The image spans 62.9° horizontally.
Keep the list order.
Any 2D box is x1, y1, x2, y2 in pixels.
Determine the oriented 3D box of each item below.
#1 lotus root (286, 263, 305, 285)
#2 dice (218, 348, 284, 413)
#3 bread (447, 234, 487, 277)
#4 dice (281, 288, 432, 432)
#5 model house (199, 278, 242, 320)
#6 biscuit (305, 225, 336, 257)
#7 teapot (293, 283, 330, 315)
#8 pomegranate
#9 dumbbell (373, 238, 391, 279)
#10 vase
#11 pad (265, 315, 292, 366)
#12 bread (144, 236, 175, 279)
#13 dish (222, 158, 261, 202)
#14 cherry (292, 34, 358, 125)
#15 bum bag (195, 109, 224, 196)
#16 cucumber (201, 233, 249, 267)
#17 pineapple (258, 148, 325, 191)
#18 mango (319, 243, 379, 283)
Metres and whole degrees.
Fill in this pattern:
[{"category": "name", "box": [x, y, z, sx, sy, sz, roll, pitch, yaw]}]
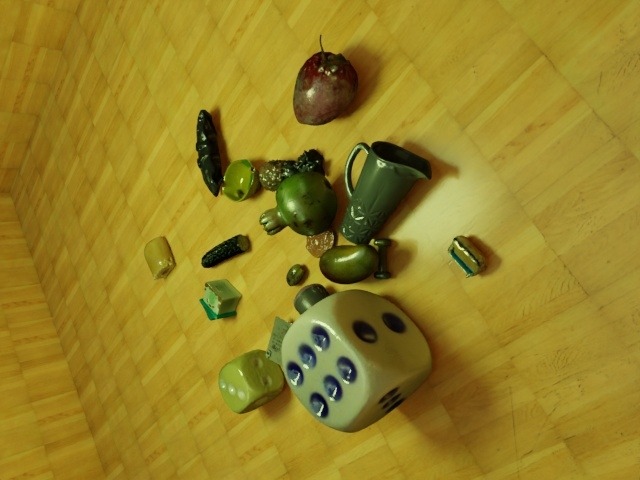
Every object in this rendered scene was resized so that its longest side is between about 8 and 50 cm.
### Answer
[{"category": "lotus root", "box": [-0.088, 0.120, 1.762, 0.054, 0.049, 0.099, 52, 131, 23]}, {"category": "dice", "box": [-0.248, 0.501, 1.865, 0.166, 0.169, 0.169, -48, 63, 33]}, {"category": "bread", "box": [0.376, 0.039, 1.331, 0.106, 0.053, 0.072, 52, 148, 29]}, {"category": "dice", "box": [0.098, 0.324, 1.441, 0.304, 0.304, 0.277, 49, 125, 28]}, {"category": "model house", "box": [-0.390, 0.242, 2.017, 0.127, 0.100, 0.149, 38, 120, 34]}, {"category": "biscuit", "box": [0.000, 0.000, 1.688, 0.130, 0.019, 0.102, -38, 70, 38]}, {"category": "teapot", "box": [-0.012, 0.227, 1.646, 0.146, 0.116, 0.148, 50, 132, 43]}, {"category": "pomegranate", "box": [-0.061, -0.092, 1.581, 0.190, 0.241, 0.159, 101, 155, -53]}, {"category": "dumbbell", "box": [0.179, 0.053, 1.514, 0.052, 0.046, 0.118, 3, 97, 37]}, {"category": "vase", "box": [0.149, -0.134, 1.463, 0.251, 0.156, 0.301, 45, 128, 26]}, {"category": "pad", "box": [-0.071, 0.374, 1.738, 0.265, 0.009, 0.159, 22, 104, 31]}, {"category": "bread", "box": [-0.715, 0.077, 2.302, 0.134, 0.085, 0.173, -45, 66, 35]}, {"category": "dish", "box": [-0.267, -0.213, 1.870, 0.208, 0.080, 0.148, -23, 75, 43]}, {"category": "cherry", "box": [0.002, -0.437, 1.539, 0.249, 0.175, 0.192, -50, 53, 35]}, {"category": "bum bag", "box": [-0.423, -0.323, 1.975, 0.144, 0.095, 0.340, 136, 122, -68]}, {"category": "cucumber", "box": [-0.380, 0.050, 2.004, 0.300, 0.072, 0.072, -24, 78, 41]}, {"category": "pineapple", "box": [-0.089, -0.226, 1.696, 0.237, 0.111, 0.119, -6, 122, 34]}, {"category": "mango", "box": [0.074, 0.069, 1.528, 0.133, 0.111, 0.267, 39, 153, -14]}]
